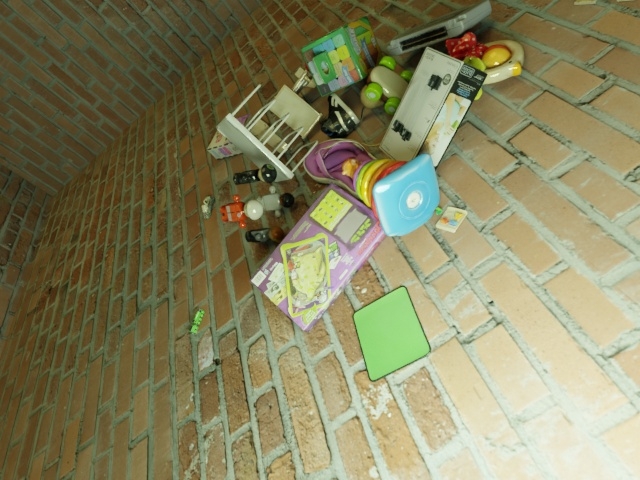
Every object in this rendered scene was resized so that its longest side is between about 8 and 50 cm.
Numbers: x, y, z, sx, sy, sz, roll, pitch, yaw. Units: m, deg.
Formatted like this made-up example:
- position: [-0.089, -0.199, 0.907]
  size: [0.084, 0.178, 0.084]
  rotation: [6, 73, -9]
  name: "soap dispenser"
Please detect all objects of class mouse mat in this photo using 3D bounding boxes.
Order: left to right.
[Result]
- position: [0.152, 0.203, 1.000]
  size: [0.152, 0.007, 0.190]
  rotation: [-32, 41, 17]
  name: "mouse mat"

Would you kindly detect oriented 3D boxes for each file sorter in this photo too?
- position: [-0.177, -0.356, 1.511]
  size: [0.173, 0.277, 0.193]
  rotation: [-52, 20, -12]
  name: "file sorter"

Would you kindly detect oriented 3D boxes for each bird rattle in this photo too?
- position: [0.456, -0.489, 1.251]
  size: [0.206, 0.143, 0.254]
  rotation: [-4, 42, 26]
  name: "bird rattle"

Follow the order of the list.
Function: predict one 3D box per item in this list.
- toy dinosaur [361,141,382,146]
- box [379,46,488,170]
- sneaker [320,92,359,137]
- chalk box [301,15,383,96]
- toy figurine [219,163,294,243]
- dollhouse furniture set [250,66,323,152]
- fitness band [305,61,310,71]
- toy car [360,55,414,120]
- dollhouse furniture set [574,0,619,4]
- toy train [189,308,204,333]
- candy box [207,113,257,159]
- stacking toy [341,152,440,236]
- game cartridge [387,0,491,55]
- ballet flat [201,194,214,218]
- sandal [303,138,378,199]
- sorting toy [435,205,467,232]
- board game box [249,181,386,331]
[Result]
- position: [0.217, -0.297, 1.332]
  size: [0.183, 0.053, 0.093]
  rotation: [-24, 30, 11]
  name: "toy dinosaur"
- position: [0.279, -0.326, 1.162]
  size: [0.290, 0.087, 0.169]
  rotation: [-66, 33, 24]
  name: "box"
- position: [0.040, -0.434, 1.568]
  size: [0.121, 0.079, 0.217]
  rotation: [-39, 41, 8]
  name: "sneaker"
- position: [0.070, -0.627, 1.546]
  size: [0.179, 0.180, 0.289]
  rotation: [-11, 27, 35]
  name: "chalk box"
- position: [-0.183, -0.108, 1.396]
  size: [0.148, 0.209, 0.213]
  rotation: [-5, 54, 31]
  name: "toy figurine"
- position: [-0.095, -0.501, 1.777]
  size: [0.303, 0.173, 0.355]
  rotation: [-49, 9, 15]
  name: "dollhouse furniture set"
- position: [0.062, -0.767, 1.803]
  size: [0.291, 0.054, 0.209]
  rotation: [-40, 37, -17]
  name: "fitness band"
- position: [0.190, -0.464, 1.457]
  size: [0.155, 0.148, 0.188]
  rotation: [-64, 14, -25]
  name: "toy car"
- position: [0.715, -0.702, 1.112]
  size: [0.101, 0.182, 0.161]
  rotation: [-52, 39, -6]
  name: "dollhouse furniture set"
- position: [-0.393, 0.255, 1.425]
  size: [0.017, 0.023, 0.083]
  rotation: [-9, 53, 37]
  name: "toy train"
- position: [-0.383, -0.451, 1.964]
  size: [0.196, 0.070, 0.165]
  rotation: [-4, 56, 39]
  name: "candy box"
- position: [0.143, -0.150, 1.146]
  size: [0.175, 0.166, 0.302]
  rotation: [-33, 37, -14]
  name: "stacking toy"
- position: [0.378, -0.675, 1.430]
  size: [0.196, 0.060, 0.294]
  rotation: [-43, 29, -26]
  name: "game cartridge"
- position: [-0.455, -0.137, 1.793]
  size: [0.041, 0.041, 0.114]
  rotation: [-20, 47, 29]
  name: "ballet flat"
- position: [0.065, -0.247, 1.373]
  size: [0.169, 0.102, 0.416]
  rotation: [-51, 39, -5]
  name: "sandal"
- position: [0.301, -0.055, 1.075]
  size: [0.083, 0.012, 0.062]
  rotation: [23, 75, 48]
  name: "sorting toy"
- position: [0.000, 0.038, 1.173]
  size: [0.208, 0.056, 0.347]
  rotation: [38, 85, 27]
  name: "board game box"
